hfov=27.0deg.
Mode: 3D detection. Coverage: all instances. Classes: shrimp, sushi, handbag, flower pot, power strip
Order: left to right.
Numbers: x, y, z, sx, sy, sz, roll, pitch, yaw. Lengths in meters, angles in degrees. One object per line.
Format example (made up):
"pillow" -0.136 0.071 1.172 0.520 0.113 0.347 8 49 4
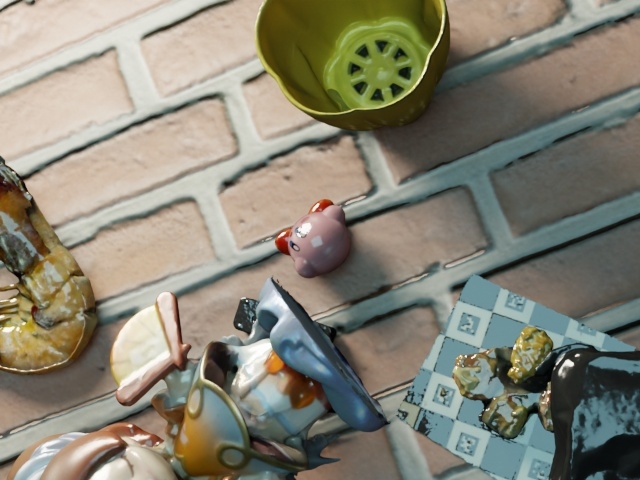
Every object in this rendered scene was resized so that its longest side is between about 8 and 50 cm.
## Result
"shrimp" -0.373 0.028 1.516 0.178 0.075 0.289 -34 88 8
"power strip" -0.038 0.095 1.439 0.111 0.029 0.038 19 91 17
"flower pot" 0.049 -0.198 1.391 0.195 0.179 0.195 -3 79 14
"sushi" 0.204 0.153 1.367 0.210 0.040 0.193 28 88 16
"handbag" 0.372 0.202 1.291 0.332 0.075 0.192 3 87 7

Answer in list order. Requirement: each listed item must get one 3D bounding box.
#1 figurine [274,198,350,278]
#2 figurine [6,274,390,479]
"figurine" 0.000 0.000 1.427 0.067 0.071 0.083 31 98 -25
"figurine" -0.137 0.226 1.338 0.388 0.248 0.276 -41 71 0
